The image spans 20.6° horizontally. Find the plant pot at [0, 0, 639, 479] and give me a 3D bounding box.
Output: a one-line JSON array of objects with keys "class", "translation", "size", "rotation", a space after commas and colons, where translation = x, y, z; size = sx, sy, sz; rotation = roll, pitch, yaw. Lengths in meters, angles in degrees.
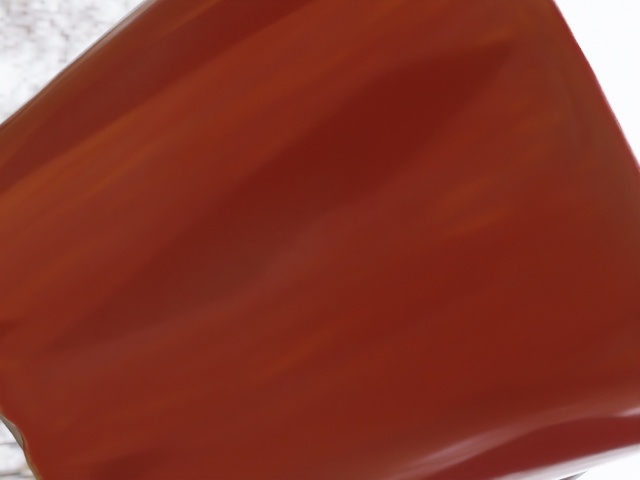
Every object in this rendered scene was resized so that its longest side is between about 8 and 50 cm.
[{"class": "plant pot", "translation": [0.000, 0.000, 0.700], "size": [0.243, 0.275, 0.275], "rotation": [-28, -112, 7]}]

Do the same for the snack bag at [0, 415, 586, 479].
[{"class": "snack bag", "translation": [-0.019, 0.086, 1.112], "size": [0.342, 0.037, 0.323], "rotation": [-38, -95, 5]}]
